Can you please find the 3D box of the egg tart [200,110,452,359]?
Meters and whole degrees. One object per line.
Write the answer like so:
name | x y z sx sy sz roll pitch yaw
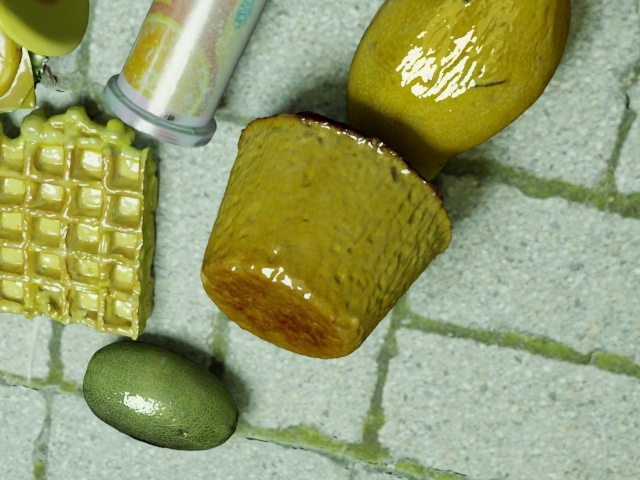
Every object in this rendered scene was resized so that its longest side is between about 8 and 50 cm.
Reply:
egg tart | 0.000 0.000 1.214 0.215 0.171 0.215 22 154 11

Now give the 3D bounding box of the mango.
mango | 0.112 -0.149 1.190 0.157 0.109 0.262 29 117 -10

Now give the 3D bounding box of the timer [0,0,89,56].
timer | -0.232 -0.344 1.009 0.376 0.387 0.376 5 117 9

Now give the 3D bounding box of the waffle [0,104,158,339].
waffle | -0.270 -0.026 1.335 0.219 0.057 0.229 8 114 6

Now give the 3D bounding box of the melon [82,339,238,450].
melon | -0.159 0.157 1.374 0.162 0.099 0.099 21 115 -1

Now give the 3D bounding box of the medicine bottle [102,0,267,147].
medicine bottle | -0.059 -0.286 1.163 0.108 0.108 0.426 26 114 -3

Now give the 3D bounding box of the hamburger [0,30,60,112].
hamburger | -0.328 -0.189 1.253 0.189 0.093 0.164 5 112 6
